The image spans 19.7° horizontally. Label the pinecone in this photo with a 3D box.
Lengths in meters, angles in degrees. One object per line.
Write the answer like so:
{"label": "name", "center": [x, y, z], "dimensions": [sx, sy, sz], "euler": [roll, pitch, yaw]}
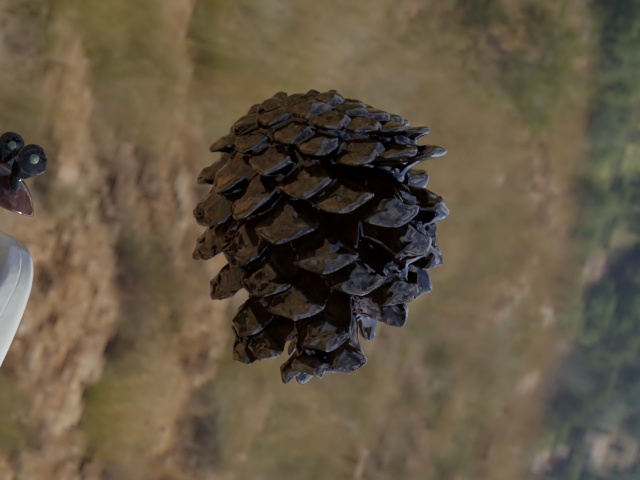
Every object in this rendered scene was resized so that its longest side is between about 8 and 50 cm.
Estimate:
{"label": "pinecone", "center": [0.001, -0.003, 1.311], "dimensions": [0.184, 0.179, 0.204], "euler": [153, -67, -70]}

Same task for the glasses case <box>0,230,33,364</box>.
{"label": "glasses case", "center": [-0.280, 0.099, 1.329], "dimensions": [0.059, 0.092, 0.233], "euler": [29, 88, -39]}

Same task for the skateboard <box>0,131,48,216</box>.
{"label": "skateboard", "center": [-0.245, -0.035, 1.110], "dimensions": [0.067, 0.151, 0.080], "euler": [-152, -106, -66]}
